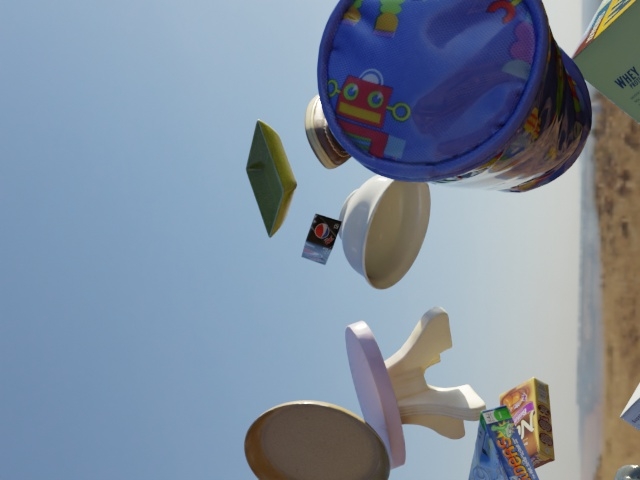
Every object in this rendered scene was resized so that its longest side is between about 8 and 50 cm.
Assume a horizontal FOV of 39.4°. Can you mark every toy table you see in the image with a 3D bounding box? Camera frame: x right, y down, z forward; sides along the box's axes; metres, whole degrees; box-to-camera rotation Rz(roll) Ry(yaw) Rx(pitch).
[{"bbox_3d":[0.153,0.243,1.500,0.252,0.161,0.274,-122,18,-52],"label":"toy table"}]

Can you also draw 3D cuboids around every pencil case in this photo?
[{"bbox_3d":[0.102,-0.097,0.569,0.306,0.119,0.133,-7,-80,-69],"label":"pencil case"}]

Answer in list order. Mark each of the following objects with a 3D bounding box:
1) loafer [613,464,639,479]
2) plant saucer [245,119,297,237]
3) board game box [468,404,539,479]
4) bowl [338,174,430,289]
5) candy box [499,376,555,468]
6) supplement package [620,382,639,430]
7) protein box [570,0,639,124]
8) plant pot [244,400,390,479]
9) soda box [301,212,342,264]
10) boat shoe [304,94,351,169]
[{"bbox_3d":[0.322,0.271,0.911,0.078,0.223,0.076,60,149,27],"label":"loafer"},{"bbox_3d":[-0.100,-0.131,1.887,0.188,0.045,0.188,111,143,-57],"label":"plant saucer"},{"bbox_3d":[0.225,0.308,1.086,0.201,0.035,0.136,85,169,-50],"label":"board game box"},{"bbox_3d":[0.136,-0.041,2.155,0.298,0.134,0.297,-32,-49,-45],"label":"bowl"},{"bbox_3d":[0.449,0.405,1.950,0.053,0.109,0.186,27,-134,-24],"label":"candy box"},{"bbox_3d":[0.537,0.245,1.253,0.105,0.179,0.105,-44,-18,-33],"label":"supplement package"},{"bbox_3d":[0.406,-0.210,0.907,0.136,0.201,0.200,-56,5,-36],"label":"protein box"},{"bbox_3d":[-0.004,0.339,1.430,0.032,0.236,0.236,-72,-22,-56],"label":"plant pot"},{"bbox_3d":[0.000,0.000,1.707,0.169,0.053,0.060,107,-178,-77],"label":"soda box"},{"bbox_3d":[0.080,-0.239,1.609,0.123,0.123,0.342,60,-147,-12],"label":"boat shoe"}]
